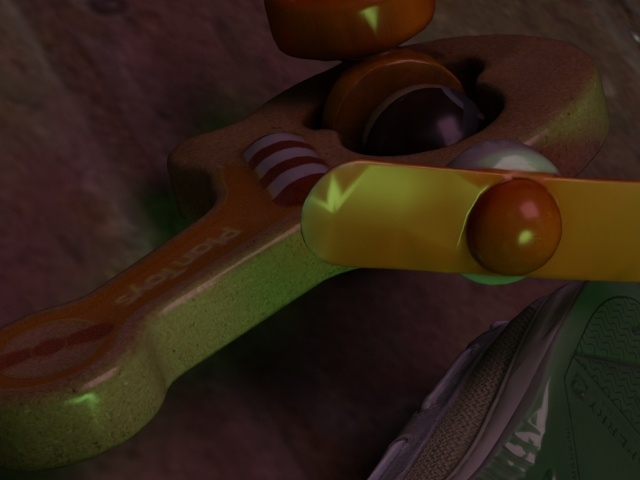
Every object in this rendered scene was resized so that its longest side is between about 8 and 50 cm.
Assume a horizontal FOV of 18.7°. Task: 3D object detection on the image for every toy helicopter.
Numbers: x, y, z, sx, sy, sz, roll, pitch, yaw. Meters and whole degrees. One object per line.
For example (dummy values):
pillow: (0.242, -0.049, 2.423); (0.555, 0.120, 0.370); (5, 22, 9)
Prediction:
toy helicopter: (0.000, 0.000, 0.854); (0.235, 0.140, 0.355); (16, 40, 42)

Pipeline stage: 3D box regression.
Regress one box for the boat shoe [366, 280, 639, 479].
boat shoe: (0.058, 0.136, 0.840); (0.118, 0.103, 0.320); (50, 48, -18)
